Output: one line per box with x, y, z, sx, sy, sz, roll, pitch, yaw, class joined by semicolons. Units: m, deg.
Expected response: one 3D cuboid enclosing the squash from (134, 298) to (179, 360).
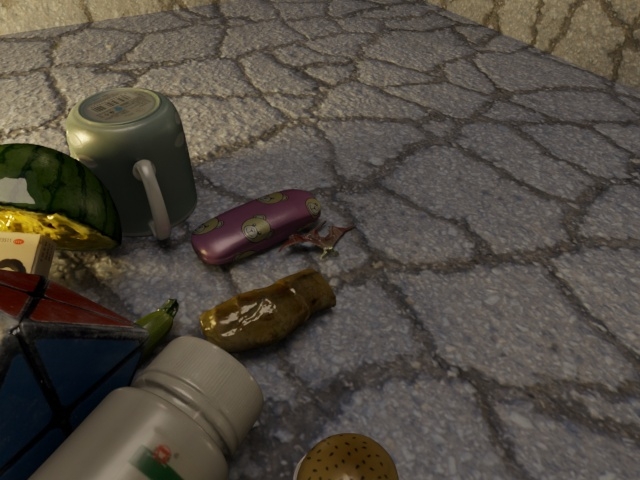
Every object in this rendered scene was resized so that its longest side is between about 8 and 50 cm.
-0.348;0.196;0.916;0.066;0.066;0.252;31;49;30;squash

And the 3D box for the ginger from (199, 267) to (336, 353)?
-0.093;0.136;0.967;0.263;0.116;0.109;-20;86;-30;ginger

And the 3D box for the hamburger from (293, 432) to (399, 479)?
0.034;0.345;0.701;0.175;0.136;0.175;-2;41;2;hamburger

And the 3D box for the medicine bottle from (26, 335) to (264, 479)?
-0.235;0.306;0.682;0.208;0.208;0.339;20;44;20;medicine bottle

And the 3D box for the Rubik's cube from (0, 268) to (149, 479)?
-0.446;0.189;0.713;0.255;0.259;0.260;20;84;22;Rubik's cube

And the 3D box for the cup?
-0.415;-0.164;1.173;0.260;0.274;0.356;-19;44;-21;cup

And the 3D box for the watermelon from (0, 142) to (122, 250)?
-0.553;-0.093;1.018;0.331;0.331;0.189;1;81;-1;watermelon

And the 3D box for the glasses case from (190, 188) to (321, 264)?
-0.142;-0.038;1.184;0.316;0.075;0.123;-26;47;-28;glasses case

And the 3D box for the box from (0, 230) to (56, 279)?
-0.703;0.083;0.972;0.353;0.069;0.214;5;71;2;box

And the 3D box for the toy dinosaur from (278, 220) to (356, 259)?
0.000;-0.001;1.181;0.220;0.032;0.108;-15;39;-32;toy dinosaur
